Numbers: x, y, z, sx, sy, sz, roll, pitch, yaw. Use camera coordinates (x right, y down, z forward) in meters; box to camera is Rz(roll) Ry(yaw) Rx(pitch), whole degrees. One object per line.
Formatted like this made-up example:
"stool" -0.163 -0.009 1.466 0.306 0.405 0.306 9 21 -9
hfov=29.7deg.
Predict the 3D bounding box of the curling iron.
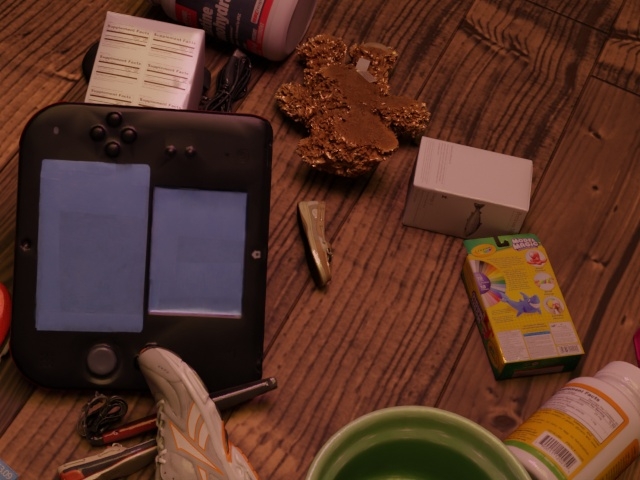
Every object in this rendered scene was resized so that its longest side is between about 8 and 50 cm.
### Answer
"curling iron" -0.190 0.219 1.612 0.273 0.035 0.068 -9 101 -11

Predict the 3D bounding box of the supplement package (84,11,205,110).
"supplement package" -0.264 -0.195 1.794 0.149 0.194 0.203 11 70 -3

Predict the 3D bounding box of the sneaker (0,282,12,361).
"sneaker" -0.501 0.148 1.580 0.107 0.118 0.279 31 56 11

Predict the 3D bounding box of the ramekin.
"ramekin" 0.116 0.373 1.499 0.303 0.148 0.304 5 53 -6

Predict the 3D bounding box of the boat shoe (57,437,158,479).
"boat shoe" -0.272 0.286 1.564 0.137 0.049 0.043 -23 59 -18

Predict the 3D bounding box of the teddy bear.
"teddy bear" 0.046 -0.217 1.962 0.245 0.113 0.338 -4 47 -21

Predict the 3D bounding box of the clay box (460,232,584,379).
"clay box" 0.293 0.094 1.794 0.127 0.053 0.222 -5 54 -13

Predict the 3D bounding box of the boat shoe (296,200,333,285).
"boat shoe" 0.000 0.001 1.813 0.048 0.056 0.153 -8 48 -9

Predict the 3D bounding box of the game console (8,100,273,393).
"game console" -0.240 0.012 1.638 0.341 0.060 0.387 3 90 -6

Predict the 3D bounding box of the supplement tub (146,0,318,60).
"supplement tub" -0.150 -0.432 2.019 0.272 0.191 0.191 23 54 8

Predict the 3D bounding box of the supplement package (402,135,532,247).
"supplement package" 0.228 -0.074 1.874 0.179 0.105 0.105 12 53 0

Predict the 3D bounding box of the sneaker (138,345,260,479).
"sneaker" -0.177 0.261 1.536 0.121 0.099 0.262 -30 82 -18

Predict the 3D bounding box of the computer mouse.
"computer mouse" -0.256 -0.279 1.963 0.272 0.072 0.189 17 54 3

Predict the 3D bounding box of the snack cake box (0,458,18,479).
"snack cake box" -0.512 0.250 1.444 0.264 0.089 0.152 44 71 -7

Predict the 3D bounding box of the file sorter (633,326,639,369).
"file sorter" 0.584 0.151 1.656 0.182 0.291 0.202 6 53 -8

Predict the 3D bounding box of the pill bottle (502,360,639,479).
"pill bottle" 0.348 0.270 1.622 0.245 0.136 0.136 -35 66 -29
